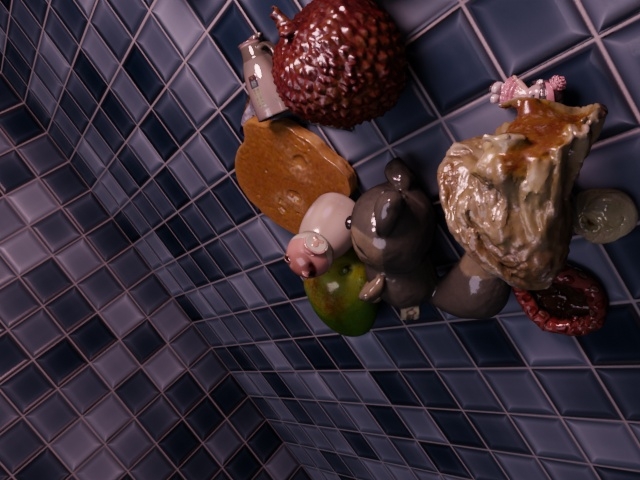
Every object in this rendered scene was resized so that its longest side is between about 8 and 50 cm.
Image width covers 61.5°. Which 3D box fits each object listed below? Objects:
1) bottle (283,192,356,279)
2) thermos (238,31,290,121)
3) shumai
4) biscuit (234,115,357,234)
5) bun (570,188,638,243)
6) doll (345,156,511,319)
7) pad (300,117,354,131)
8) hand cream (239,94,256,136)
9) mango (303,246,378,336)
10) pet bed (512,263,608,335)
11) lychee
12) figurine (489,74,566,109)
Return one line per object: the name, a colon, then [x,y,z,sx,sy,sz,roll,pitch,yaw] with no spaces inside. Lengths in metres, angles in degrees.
bottle: [0.000,0.000,1.336,0.147,0.236,0.148,20,137,20]
thermos: [-0.127,-0.400,1.303,0.137,0.105,0.193,-7,106,54]
shumai: [0.365,-0.092,0.886,0.262,0.266,0.314,131,131,-60]
biscuit: [-0.075,-0.168,1.497,0.385,0.062,0.365,34,142,15]
bun: [0.508,-0.041,0.974,0.115,0.069,0.115,29,142,25]
doll: [0.242,-0.002,1.234,0.378,0.252,0.383,0,134,9]
pad: [-0.008,-0.371,1.266,0.174,0.022,0.233,19,137,35]
hand cream: [-0.188,-0.353,1.476,0.062,0.039,0.163,43,140,11]
mango: [0.065,0.152,1.548,0.225,0.201,0.382,33,159,27]
pet bed: [0.511,0.125,1.151,0.201,0.053,0.201,27,144,22]
lychee: [0.025,-0.348,1.040,0.300,0.264,0.264,30,149,-16]
figurine: [0.364,-0.260,0.941,0.129,0.054,0.072,24,131,40]
